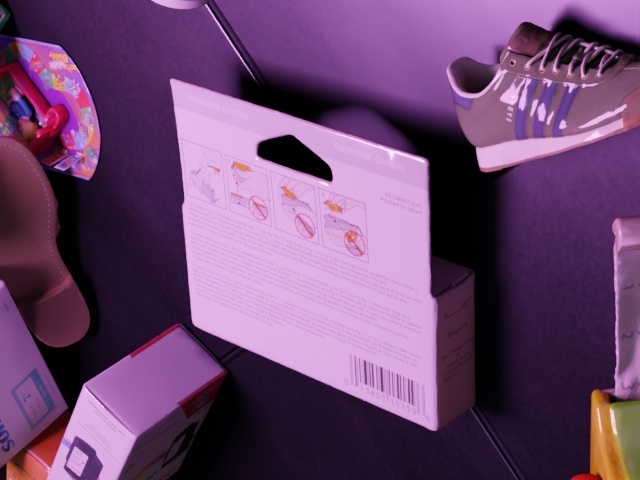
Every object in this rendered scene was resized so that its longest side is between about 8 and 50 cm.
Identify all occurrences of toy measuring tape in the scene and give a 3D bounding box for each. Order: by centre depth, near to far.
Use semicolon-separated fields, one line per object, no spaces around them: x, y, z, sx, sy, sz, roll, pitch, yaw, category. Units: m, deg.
0.228;0.144;1.138;0.121;0.121;0.330;22;132;35;toy measuring tape

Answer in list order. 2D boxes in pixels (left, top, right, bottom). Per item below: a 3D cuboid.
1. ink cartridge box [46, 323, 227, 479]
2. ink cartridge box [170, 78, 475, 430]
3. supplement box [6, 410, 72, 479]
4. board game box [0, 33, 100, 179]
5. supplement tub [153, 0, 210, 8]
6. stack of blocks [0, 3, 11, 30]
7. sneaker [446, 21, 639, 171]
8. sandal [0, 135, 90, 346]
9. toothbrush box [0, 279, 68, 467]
-0.175;0.178;1.564;0.072;0.127;0.175;42;137;15;ink cartridge box
0.000;0.000;1.336;0.275;0.060;0.239;20;125;37;ink cartridge box
-0.289;0.294;1.783;0.080;0.078;0.233;30;131;29;supplement box
-0.276;-0.121;1.559;0.168;0.033;0.133;15;123;38;board game box
-0.104;-0.240;1.288;0.071;0.071;0.107;39;136;21;supplement tub
-0.397;-0.112;1.483;0.087;0.297;0.171;-9;138;47;stack of blocks
0.156;-0.107;1.111;0.192;0.064;0.086;-16;106;51;sneaker
-0.290;-0.009;1.607;0.079;0.088;0.240;-124;14;-56;sandal
-0.420;0.079;1.689;0.295;0.126;0.216;32;153;35;toothbrush box
